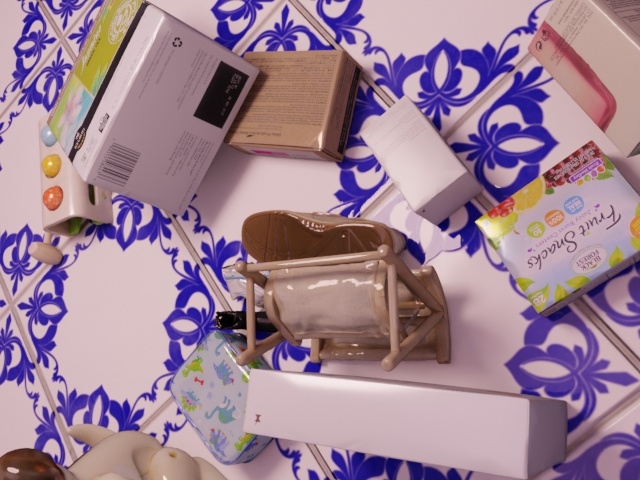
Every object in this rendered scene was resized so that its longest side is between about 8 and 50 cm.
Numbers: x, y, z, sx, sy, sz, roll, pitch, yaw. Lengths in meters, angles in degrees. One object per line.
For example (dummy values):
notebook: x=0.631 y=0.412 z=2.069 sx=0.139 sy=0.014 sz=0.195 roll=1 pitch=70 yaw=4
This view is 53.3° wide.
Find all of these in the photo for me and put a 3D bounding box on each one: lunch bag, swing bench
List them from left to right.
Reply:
lunch bag: x=-0.166 y=0.286 z=1.163 sx=0.219 sy=0.090 sz=0.176 roll=43 pitch=100 yaw=29
swing bench: x=0.041 y=0.113 z=0.987 sx=0.253 sy=0.255 sz=0.165 roll=-6 pitch=80 yaw=28

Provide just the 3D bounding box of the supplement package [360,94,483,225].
supplement package: x=0.168 y=-0.131 z=1.059 sx=0.105 sy=0.105 sz=0.179 roll=-38 pitch=63 yaw=16

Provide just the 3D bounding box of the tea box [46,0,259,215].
tea box: x=-0.343 y=-0.282 z=1.261 sx=0.323 sy=0.220 sz=0.329 roll=41 pitch=105 yaw=47

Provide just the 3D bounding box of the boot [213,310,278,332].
boot: x=-0.126 y=0.146 z=1.166 sx=0.121 sy=0.099 sz=0.045 roll=-6 pitch=77 yaw=28

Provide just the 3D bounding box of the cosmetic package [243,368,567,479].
cosmetic package: x=0.128 y=0.246 z=0.895 sx=0.377 sy=0.284 sz=0.097 roll=0 pitch=79 yaw=29

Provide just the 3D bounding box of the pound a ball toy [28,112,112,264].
pound a ball toy: x=-0.609 y=-0.125 z=1.477 sx=0.208 sy=0.136 sz=0.319 roll=-18 pitch=70 yaw=25

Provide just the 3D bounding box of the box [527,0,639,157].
box: x=0.434 y=-0.250 z=0.889 sx=0.232 sy=0.148 sz=0.127 roll=60 pitch=150 yaw=25

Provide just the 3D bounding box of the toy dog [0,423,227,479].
toy dog: x=-0.391 y=0.450 z=1.068 sx=0.284 sy=0.408 sz=0.395 roll=-43 pitch=63 yaw=14

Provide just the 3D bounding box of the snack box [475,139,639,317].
snack box: x=0.367 y=-0.014 z=0.942 sx=0.207 sy=0.070 sz=0.174 roll=-37 pitch=64 yaw=19

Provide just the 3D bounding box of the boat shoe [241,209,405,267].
boat shoe: x=0.000 y=0.000 z=1.132 sx=0.302 sy=0.098 sz=0.109 roll=3 pitch=96 yaw=28

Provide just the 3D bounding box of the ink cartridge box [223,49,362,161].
ink cartridge box: x=-0.054 y=-0.258 z=1.221 sx=0.235 sy=0.088 sz=0.193 roll=10 pitch=85 yaw=31

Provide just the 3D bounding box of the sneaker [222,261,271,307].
sneaker: x=-0.093 y=0.085 z=1.190 sx=0.191 sy=0.071 sz=0.083 roll=-1 pitch=101 yaw=27
